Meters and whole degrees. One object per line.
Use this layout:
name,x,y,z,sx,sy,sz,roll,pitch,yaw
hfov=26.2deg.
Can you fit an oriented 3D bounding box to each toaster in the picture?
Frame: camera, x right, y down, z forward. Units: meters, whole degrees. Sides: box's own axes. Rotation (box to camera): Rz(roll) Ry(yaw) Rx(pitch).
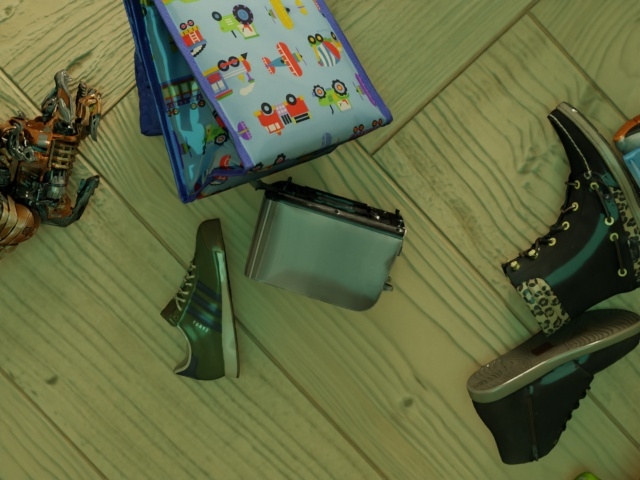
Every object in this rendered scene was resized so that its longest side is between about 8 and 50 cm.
toaster,0.000,0.000,1.551,0.186,0.168,0.110,17,96,-1

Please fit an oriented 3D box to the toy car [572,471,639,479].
toy car,0.394,0.310,1.555,0.155,0.149,0.188,34,123,-12

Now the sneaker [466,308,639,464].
sneaker,0.287,0.169,1.618,0.222,0.083,0.118,-25,113,-4

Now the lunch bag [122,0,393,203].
lunch bag,-0.088,-0.219,1.505,0.221,0.138,0.293,-22,90,-40

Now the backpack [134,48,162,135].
backpack,-0.163,-0.184,1.573,0.098,0.101,0.120,-4,92,-5

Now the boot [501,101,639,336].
boot,0.280,-0.022,1.588,0.179,0.085,0.236,-32,93,7

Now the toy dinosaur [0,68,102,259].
toy dinosaur,-0.382,-0.059,1.571,0.218,0.164,0.322,33,73,-18

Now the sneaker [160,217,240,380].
sneaker,-0.146,0.074,1.611,0.086,0.064,0.192,-7,98,-3

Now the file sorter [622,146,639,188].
file sorter,0.439,-0.071,1.492,0.170,0.104,0.118,-30,105,12

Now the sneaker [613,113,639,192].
sneaker,0.477,-0.116,1.578,0.263,0.099,0.121,-19,102,10
